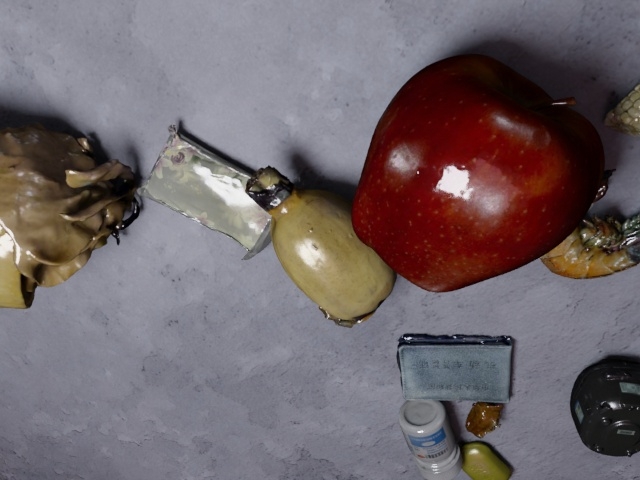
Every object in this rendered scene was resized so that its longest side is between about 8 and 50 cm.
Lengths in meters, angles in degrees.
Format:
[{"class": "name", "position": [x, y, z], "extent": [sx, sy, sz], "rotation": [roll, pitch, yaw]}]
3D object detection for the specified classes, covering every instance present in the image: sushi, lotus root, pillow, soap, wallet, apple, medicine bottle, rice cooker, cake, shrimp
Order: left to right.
[{"class": "cake", "position": [-0.484, -0.039, 0.882], "extent": [0.322, 0.332, 0.332], "rotation": [0, 127, -23]}, {"class": "pillow", "position": [-0.181, -0.085, 0.895], "extent": [0.255, 0.059, 0.169], "rotation": [30, 118, -5]}, {"class": "lotus root", "position": [0.000, 0.000, 0.825], "extent": [0.183, 0.182, 0.310], "rotation": [-33, 111, 29]}, {"class": "medicine bottle", "position": [0.236, 0.423, 1.083], "extent": [0.105, 0.105, 0.168], "rotation": [-12, 118, 21]}, {"class": "wallet", "position": [0.267, 0.261, 1.014], "extent": [0.222, 0.036, 0.167], "rotation": [-1, 121, 14]}, {"class": "apple", "position": [0.191, -0.084, 0.673], "extent": [0.288, 0.288, 0.316], "rotation": [28, 137, -4]}, {"class": "soap", "position": [0.365, 0.508, 1.140], "extent": [0.089, 0.045, 0.140], "rotation": [-36, 108, 26]}, {"class": "sushi", "position": [0.346, 0.373, 1.058], "extent": [0.060, 0.061, 0.118], "rotation": [12, 144, -4]}, {"class": "rice cooker", "position": [0.540, 0.307, 0.927], "extent": [0.142, 0.118, 0.202], "rotation": [2, 125, 13]}, {"class": "shrimp", "position": [0.460, -0.042, 0.740], "extent": [0.291, 0.054, 0.222], "rotation": [-25, 129, 23]}]

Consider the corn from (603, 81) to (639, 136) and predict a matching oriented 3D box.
[{"class": "corn", "position": [0.472, -0.206, 0.642], "extent": [0.087, 0.087, 0.211], "rotation": [35, 122, -9]}]

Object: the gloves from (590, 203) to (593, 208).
[{"class": "gloves", "position": [0.403, -0.071, 0.771], "extent": [0.044, 0.037, 0.080], "rotation": [9, 127, -28]}]
